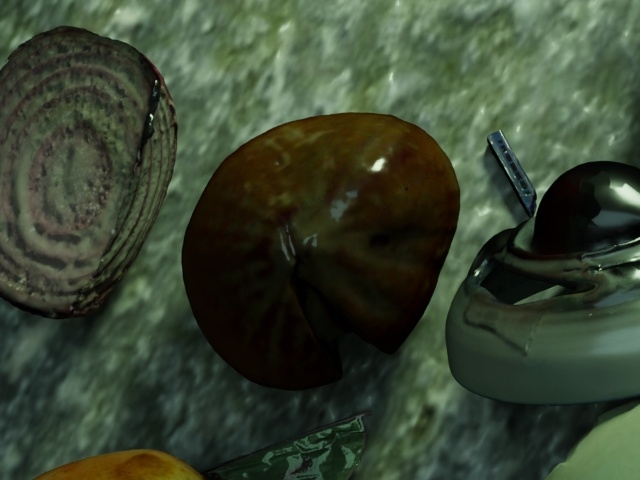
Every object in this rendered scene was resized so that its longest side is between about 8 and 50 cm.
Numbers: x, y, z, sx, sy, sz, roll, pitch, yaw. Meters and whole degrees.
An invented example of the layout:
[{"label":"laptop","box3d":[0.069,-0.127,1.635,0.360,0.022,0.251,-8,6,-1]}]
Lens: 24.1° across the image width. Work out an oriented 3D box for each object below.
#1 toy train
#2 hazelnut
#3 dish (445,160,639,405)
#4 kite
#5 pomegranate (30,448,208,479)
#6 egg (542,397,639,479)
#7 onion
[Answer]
[{"label":"toy train","box3d":[0.170,-0.057,1.307,0.017,0.017,0.083,-26,70,-2]},{"label":"hazelnut","box3d":[0.000,0.000,1.233,0.251,0.217,0.217,-39,69,1]},{"label":"dish","box3d":[0.213,0.007,1.129,0.273,0.273,0.134,-15,105,9]},{"label":"kite","box3d":[-0.058,0.278,1.270,0.268,0.013,0.323,20,82,19]},{"label":"pomegranate","box3d":[-0.167,0.264,1.195,0.215,0.215,0.215,-4,74,13]},{"label":"egg","box3d":[0.312,0.262,1.043,0.278,0.278,0.336,-37,68,2]},{"label":"onion","box3d":[-0.221,-0.060,1.365,0.247,0.111,0.250,23,91,41]}]
